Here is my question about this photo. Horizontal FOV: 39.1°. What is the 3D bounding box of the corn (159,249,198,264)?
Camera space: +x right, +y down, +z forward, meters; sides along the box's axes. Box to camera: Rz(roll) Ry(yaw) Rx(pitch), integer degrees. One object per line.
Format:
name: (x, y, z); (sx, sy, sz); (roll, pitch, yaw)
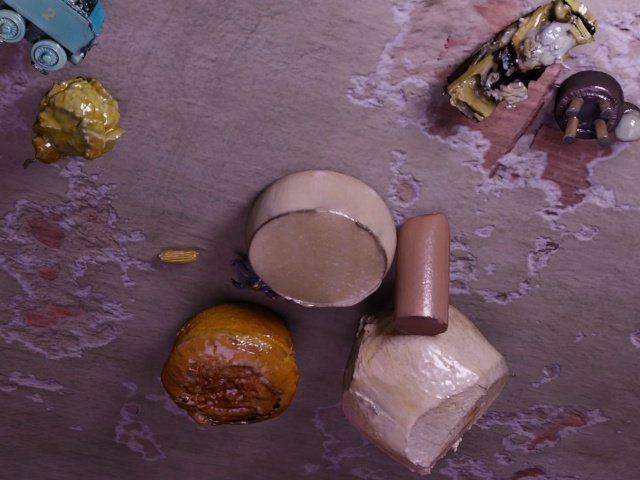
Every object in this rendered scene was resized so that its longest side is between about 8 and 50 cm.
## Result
corn: (-0.338, 0.039, 2.159); (0.092, 0.037, 0.037); (3, 136, 6)

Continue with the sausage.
sausage: (0.224, 0.071, 1.974); (0.123, 0.253, 0.123); (5, 158, 2)

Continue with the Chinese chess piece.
Chinese chess piece: (0.000, 0.000, 2.001); (0.338, 0.140, 0.338); (4, 135, 4)

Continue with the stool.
stool: (0.531, -0.235, 1.702); (0.217, 0.121, 0.125); (24, 133, -10)

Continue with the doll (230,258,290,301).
doll: (-0.139, 0.092, 2.170); (0.195, 0.062, 0.104); (31, 133, -32)

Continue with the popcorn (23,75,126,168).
popcorn: (-0.503, -0.236, 1.811); (0.195, 0.173, 0.168); (-10, 147, 24)

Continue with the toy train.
toy train: (-0.504, -0.416, 1.659); (0.203, 0.112, 0.163); (36, 123, -27)

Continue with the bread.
bread: (-0.226, 0.324, 2.325); (0.337, 0.204, 0.358); (22, 131, -12)

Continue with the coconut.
coconut: (0.220, 0.316, 2.141); (0.405, 0.404, 0.404); (4, 136, 4)

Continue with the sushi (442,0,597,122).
sushi: (0.370, -0.316, 1.632); (0.291, 0.131, 0.139); (-37, 120, 27)
